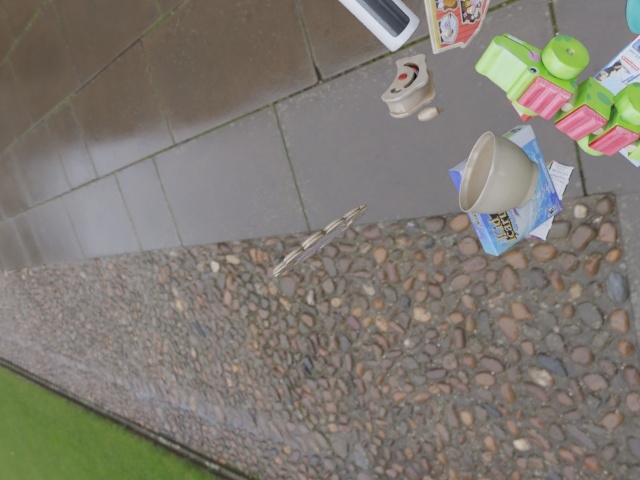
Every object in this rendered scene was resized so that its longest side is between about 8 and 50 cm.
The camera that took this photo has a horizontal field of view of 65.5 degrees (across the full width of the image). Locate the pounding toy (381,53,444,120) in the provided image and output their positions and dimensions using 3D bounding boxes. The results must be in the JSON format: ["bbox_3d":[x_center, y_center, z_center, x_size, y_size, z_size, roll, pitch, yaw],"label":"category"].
[{"bbox_3d":[0.292,-0.449,1.576,0.154,0.269,0.155,-18,135,24],"label":"pounding toy"}]

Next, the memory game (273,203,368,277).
[{"bbox_3d":[0.000,0.000,0.787,0.012,0.186,0.186,53,136,5],"label":"memory game"}]

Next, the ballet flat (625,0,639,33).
[{"bbox_3d":[0.663,-0.530,1.010,0.074,0.074,0.203,11,133,41],"label":"ballet flat"}]

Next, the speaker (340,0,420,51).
[{"bbox_3d":[0.066,-0.318,0.660,0.136,0.055,0.055,37,140,-19],"label":"speaker"}]

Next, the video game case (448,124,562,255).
[{"bbox_3d":[0.509,-0.135,1.354,0.269,0.244,0.061,60,171,-17],"label":"video game case"}]

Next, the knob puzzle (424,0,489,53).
[{"bbox_3d":[0.351,-0.579,1.239,0.030,0.213,0.213,-145,47,-58],"label":"knob puzzle"}]

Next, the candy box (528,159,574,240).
[{"bbox_3d":[0.680,-0.121,1.543,0.071,0.159,0.233,21,93,3],"label":"candy box"}]

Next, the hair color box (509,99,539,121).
[{"bbox_3d":[0.700,-0.452,1.600,0.093,0.167,0.053,62,154,14],"label":"hair color box"}]

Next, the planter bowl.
[{"bbox_3d":[0.357,-0.121,0.982,0.109,0.162,0.162,15,125,-3],"label":"planter bowl"}]

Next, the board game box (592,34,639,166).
[{"bbox_3d":[0.974,-0.427,1.498,0.308,0.086,0.302,45,147,6],"label":"board game box"}]

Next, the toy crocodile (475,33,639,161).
[{"bbox_3d":[0.399,-0.208,0.771,0.340,0.105,0.115,29,153,-4],"label":"toy crocodile"}]
